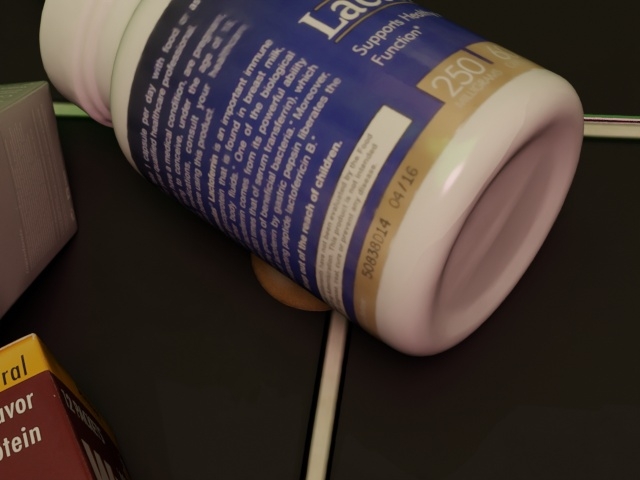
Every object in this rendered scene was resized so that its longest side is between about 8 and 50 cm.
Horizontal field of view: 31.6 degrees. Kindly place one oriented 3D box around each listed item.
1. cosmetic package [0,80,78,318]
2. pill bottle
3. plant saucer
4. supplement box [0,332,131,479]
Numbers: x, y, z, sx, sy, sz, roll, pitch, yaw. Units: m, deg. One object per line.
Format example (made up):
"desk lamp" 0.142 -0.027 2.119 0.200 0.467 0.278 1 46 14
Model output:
"cosmetic package" -0.215 -0.008 0.564 0.127 0.107 0.238 -7 14 3
"pill bottle" -0.012 -0.068 0.589 0.264 0.153 0.153 32 69 25
"plant saucer" 0.000 0.000 0.646 0.083 0.015 0.083 -4 59 7
"supplement box" -0.159 0.184 0.494 0.191 0.129 0.194 -27 59 -7
